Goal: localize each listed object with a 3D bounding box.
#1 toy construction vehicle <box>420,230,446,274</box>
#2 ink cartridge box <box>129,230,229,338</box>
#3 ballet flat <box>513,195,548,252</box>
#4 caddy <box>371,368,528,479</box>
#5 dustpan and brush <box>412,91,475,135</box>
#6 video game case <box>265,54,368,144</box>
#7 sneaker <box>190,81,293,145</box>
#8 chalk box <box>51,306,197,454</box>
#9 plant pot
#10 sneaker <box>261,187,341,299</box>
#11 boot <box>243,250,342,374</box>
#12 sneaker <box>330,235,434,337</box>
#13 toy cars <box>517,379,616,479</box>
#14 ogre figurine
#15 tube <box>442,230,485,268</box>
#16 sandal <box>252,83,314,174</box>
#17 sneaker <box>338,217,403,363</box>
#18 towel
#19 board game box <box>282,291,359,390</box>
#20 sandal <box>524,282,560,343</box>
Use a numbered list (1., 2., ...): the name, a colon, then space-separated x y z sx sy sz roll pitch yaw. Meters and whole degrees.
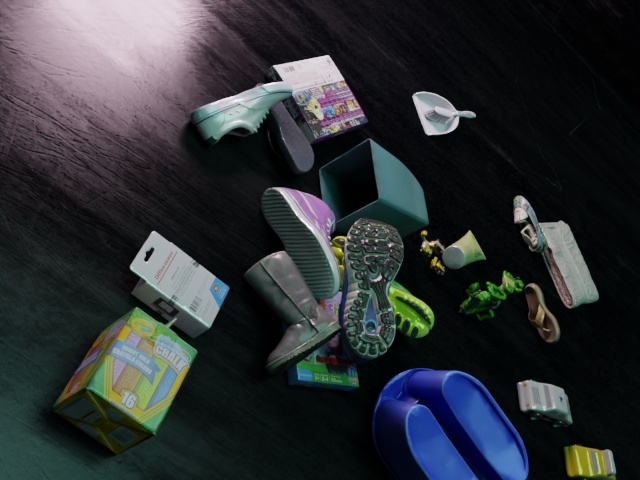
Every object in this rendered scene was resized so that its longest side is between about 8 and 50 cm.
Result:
1. toy construction vehicle: 0.286 0.033 1.940 0.098 0.035 0.086 45 43 -24
2. ink cartridge box: -0.265 0.080 1.364 0.180 0.060 0.104 40 44 -18
3. ballet flat: 0.629 -0.048 2.294 0.070 0.070 0.188 -12 71 -47
4. caddy: 0.259 0.425 1.562 0.241 0.179 0.341 -36 92 -25
5. dustpan and brush: 0.385 -0.379 2.270 0.211 0.060 0.147 2 64 -42
6. video game case: -0.005 -0.359 1.903 0.232 0.042 0.210 -28 85 -48
7. sneaker: -0.163 -0.277 1.659 0.258 0.094 0.091 -27 99 -29
8. chalk box: -0.298 0.204 1.203 0.132 0.132 0.213 40 43 -18
9. plant pot: 0.143 -0.098 1.793 0.234 0.166 0.165 21 52 -41
10. sneaker: 0.000 -0.001 1.614 0.161 0.102 0.282 4 51 -48
11. boot: -0.083 0.137 1.473 0.190 0.076 0.208 -30 74 -31
12. sneaker: 0.121 0.114 1.692 0.295 0.123 0.109 43 82 5
13. toy cars: 0.661 0.500 1.955 0.393 0.087 0.176 54 41 -3
14. ogre figurine: 0.431 0.147 1.939 0.097 0.118 0.197 50 40 0
15. tube: 0.390 0.026 2.013 0.240 0.062 0.070 -15 117 -63
16. sandal: -0.091 -0.252 1.756 0.097 0.054 0.254 2 54 -51
17. sneaker: 0.087 0.102 1.566 0.130 0.147 0.330 15 59 -9
18. towel: 0.772 0.071 2.362 0.187 0.049 0.282 -5 69 -44
19. board game box: -0.004 0.198 1.554 0.160 0.039 0.211 14 55 -37
20. sandal: 0.609 0.206 2.111 0.049 0.072 0.180 -8 69 -29
